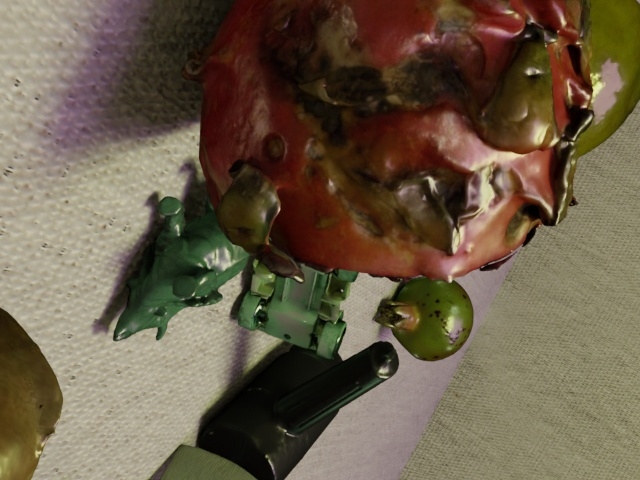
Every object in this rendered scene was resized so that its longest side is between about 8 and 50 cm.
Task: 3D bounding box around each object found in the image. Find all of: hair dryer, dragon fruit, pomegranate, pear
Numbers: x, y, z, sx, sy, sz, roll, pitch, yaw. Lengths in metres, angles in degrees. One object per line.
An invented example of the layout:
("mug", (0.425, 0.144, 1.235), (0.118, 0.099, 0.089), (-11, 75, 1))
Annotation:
("hair dryer", (0.015, 0.172, 1.094), (0.302, 0.116, 0.244), (-36, -175, 43))
("dragon fruit", (0.049, -0.158, 0.645), (0.314, 0.296, 0.263), (-99, -169, -59))
("pomegranate", (0.186, 0.140, 1.622), (0.205, 0.159, 0.159), (8, 111, -42))
("pear", (0.357, -0.250, 1.368), (0.321, 0.269, 0.269), (-50, 162, 5))

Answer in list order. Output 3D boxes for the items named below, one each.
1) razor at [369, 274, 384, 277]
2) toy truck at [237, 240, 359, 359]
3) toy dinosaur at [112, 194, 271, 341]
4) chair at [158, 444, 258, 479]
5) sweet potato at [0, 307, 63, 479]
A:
("razor", (0.087, -0.006, 1.277), (0.090, 0.054, 0.148), (-57, 160, -15))
("toy truck", (-0.001, 0.004, 0.970), (0.135, 0.128, 0.260), (-61, 166, -51))
("toy dinosaur", (-0.073, -0.019, 0.777), (0.292, 0.079, 0.120), (-45, 167, -1))
("chair", (-0.180, 0.394, 0.950), (0.186, 0.160, 0.319), (-63, 175, 28))
("sweet potato", (-0.287, 0.138, 0.366), (0.369, 0.157, 0.158), (-32, 145, -47))
